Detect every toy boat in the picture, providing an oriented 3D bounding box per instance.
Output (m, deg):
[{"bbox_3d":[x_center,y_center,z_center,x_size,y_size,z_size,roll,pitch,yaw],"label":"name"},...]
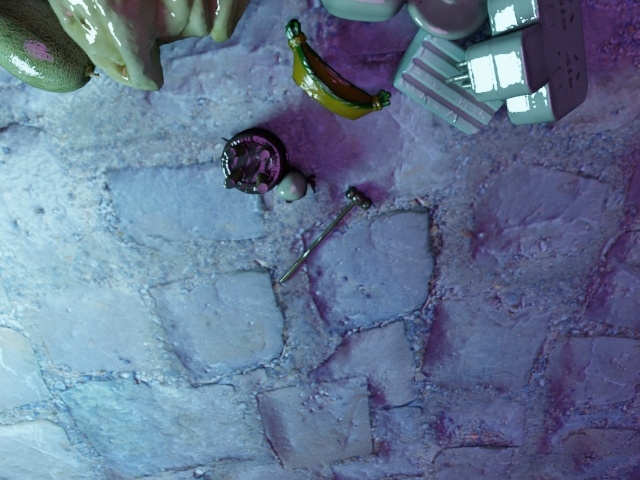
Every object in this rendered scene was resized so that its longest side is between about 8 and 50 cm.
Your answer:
[{"bbox_3d":[0.021,-0.297,0.814,0.230,0.088,0.088,31,126,-14],"label":"toy boat"}]

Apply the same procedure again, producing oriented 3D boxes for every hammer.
[{"bbox_3d":[0.000,0.000,1.011,0.058,0.029,0.292,35,113,-17],"label":"hammer"}]

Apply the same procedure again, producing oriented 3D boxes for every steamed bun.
[{"bbox_3d":[-0.197,-0.391,0.613,0.231,0.325,0.372,33,88,-17],"label":"steamed bun"}]

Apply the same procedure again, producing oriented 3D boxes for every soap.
[{"bbox_3d":[0.244,-0.294,0.839,0.198,0.066,0.119,27,114,-16],"label":"soap"}]

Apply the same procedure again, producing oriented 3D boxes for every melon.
[{"bbox_3d":[-0.460,-0.323,0.747,0.192,0.139,0.139,28,113,-14],"label":"melon"}]

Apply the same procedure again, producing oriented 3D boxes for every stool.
[{"bbox_3d":[-0.107,-0.136,0.880,0.217,0.121,0.125,33,110,-13],"label":"stool"}]

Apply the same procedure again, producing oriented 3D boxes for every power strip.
[{"bbox_3d":[0.330,-0.305,0.750,0.261,0.141,0.229,-33,113,-34],"label":"power strip"}]

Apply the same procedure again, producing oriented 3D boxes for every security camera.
[{"bbox_3d":[0.149,-0.427,0.731,0.302,0.080,0.157,6,86,-6],"label":"security camera"}]
